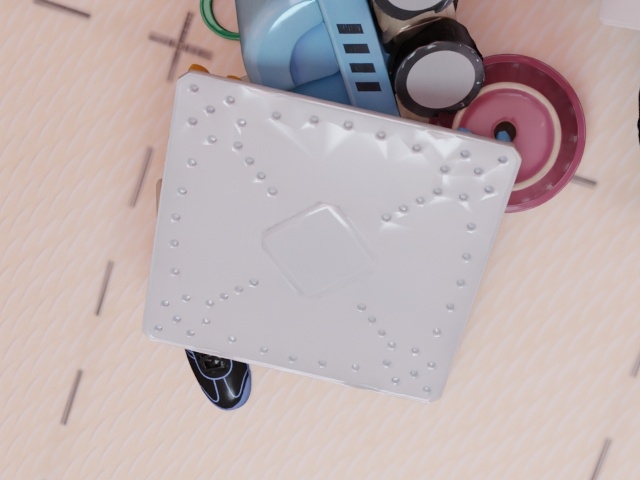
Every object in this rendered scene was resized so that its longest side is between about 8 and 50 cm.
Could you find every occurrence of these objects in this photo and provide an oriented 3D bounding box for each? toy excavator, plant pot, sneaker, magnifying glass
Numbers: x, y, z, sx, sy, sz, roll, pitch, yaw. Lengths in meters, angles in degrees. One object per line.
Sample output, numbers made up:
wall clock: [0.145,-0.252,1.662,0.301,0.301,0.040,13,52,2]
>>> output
toy excavator: [-0.036,-0.206,1.489,0.445,0.222,0.433,-14,134,6]
plant pot: [0.228,-0.129,1.516,0.201,0.180,0.201,1,97,9]
sneaker: [-0.157,0.123,1.646,0.081,0.090,0.232,-19,93,10]
magnifying glass: [-0.045,-0.307,1.620,0.230,0.026,0.092,3,96,10]

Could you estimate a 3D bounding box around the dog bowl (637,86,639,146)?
dog bowl: [0.539,-0.153,1.371,0.407,0.408,0.150,-17,77,10]

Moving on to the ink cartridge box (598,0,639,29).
ink cartridge box: [0.452,-0.326,1.377,0.114,0.272,0.199,22,111,47]

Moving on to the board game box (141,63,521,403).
board game box: [0.000,0.000,1.477,0.389,0.050,0.390,13,125,-1]
